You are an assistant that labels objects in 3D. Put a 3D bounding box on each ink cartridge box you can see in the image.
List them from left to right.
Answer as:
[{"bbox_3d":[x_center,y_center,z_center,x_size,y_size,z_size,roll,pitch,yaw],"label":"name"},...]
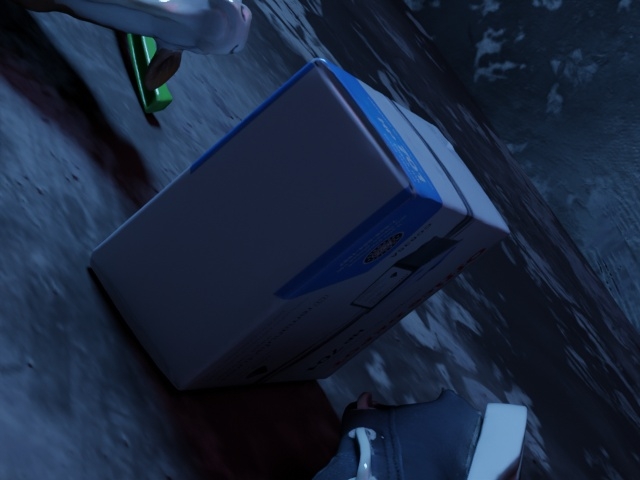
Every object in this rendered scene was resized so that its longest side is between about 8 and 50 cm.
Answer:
[{"bbox_3d":[0.000,0.000,0.639,0.082,0.139,0.190,54,14,17],"label":"ink cartridge box"}]

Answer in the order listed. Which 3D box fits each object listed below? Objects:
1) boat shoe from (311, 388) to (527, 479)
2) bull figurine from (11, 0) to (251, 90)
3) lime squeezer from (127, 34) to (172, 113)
[{"bbox_3d":[0.022,0.133,0.491,0.302,0.091,0.114,-26,122,-77],"label":"boat shoe"},{"bbox_3d":[-0.169,-0.197,0.678,0.310,0.101,0.188,49,19,10],"label":"bull figurine"},{"bbox_3d":[-0.169,-0.211,0.862,0.110,0.059,0.310,-28,79,-45],"label":"lime squeezer"}]
